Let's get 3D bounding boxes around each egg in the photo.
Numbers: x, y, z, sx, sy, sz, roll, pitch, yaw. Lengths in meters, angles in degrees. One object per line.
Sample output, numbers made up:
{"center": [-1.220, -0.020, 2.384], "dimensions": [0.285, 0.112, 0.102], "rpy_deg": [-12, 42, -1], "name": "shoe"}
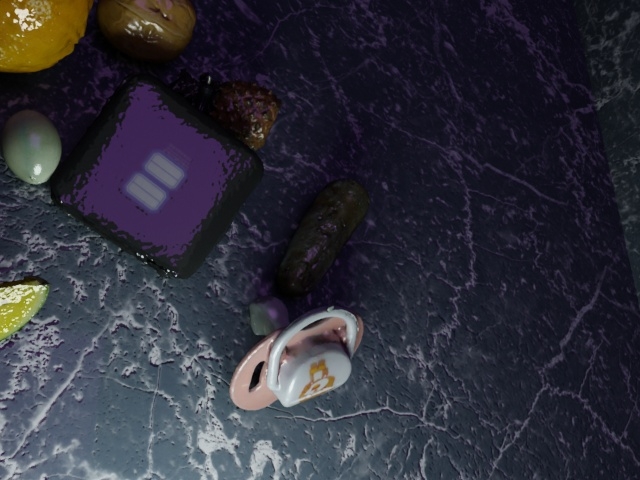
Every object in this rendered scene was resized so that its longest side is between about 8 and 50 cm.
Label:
{"center": [-0.573, -0.185, 1.519], "dimensions": [0.114, 0.114, 0.152], "rpy_deg": [-2, 72, -35], "name": "egg"}

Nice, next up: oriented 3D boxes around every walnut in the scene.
{"center": [-0.400, -0.513, 1.761], "dimensions": [0.225, 0.193, 0.193], "rpy_deg": [12, 60, -28], "name": "walnut"}

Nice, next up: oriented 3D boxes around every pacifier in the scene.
{"center": [-0.055, 0.232, 1.597], "dimensions": [0.332, 0.273, 0.220], "rpy_deg": [-14, 100, -35], "name": "pacifier"}

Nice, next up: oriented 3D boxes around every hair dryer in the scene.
{"center": [-0.294, -0.267, 1.715], "dimensions": [0.124, 0.071, 0.219], "rpy_deg": [20, 99, -26], "name": "hair dryer"}

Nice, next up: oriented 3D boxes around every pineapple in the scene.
{"center": [-0.242, -0.325, 1.815], "dimensions": [0.278, 0.158, 0.158], "rpy_deg": [20, 56, -9], "name": "pineapple"}

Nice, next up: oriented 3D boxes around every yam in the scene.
{"center": [0.000, 0.000, 1.812], "dimensions": [0.133, 0.133, 0.330], "rpy_deg": [39, 55, -12], "name": "yam"}

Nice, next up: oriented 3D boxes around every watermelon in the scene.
{"center": [-0.619, 0.129, 1.317], "dimensions": [0.301, 0.129, 0.123], "rpy_deg": [-16, 75, -32], "name": "watermelon"}

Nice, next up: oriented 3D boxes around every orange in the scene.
{"center": [-0.605, -0.495, 1.522], "dimensions": [0.293, 0.340, 0.340], "rpy_deg": [36, 51, -28], "name": "orange"}

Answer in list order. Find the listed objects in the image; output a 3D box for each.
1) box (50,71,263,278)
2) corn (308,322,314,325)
{"center": [-0.337, -0.133, 1.611], "dimensions": [0.359, 0.091, 0.350], "rpy_deg": [36, 70, -15], "name": "box"}
{"center": [-0.017, 0.228, 1.737], "dimensions": [0.037, 0.037, 0.092], "rpy_deg": [-5, 74, -36], "name": "corn"}
